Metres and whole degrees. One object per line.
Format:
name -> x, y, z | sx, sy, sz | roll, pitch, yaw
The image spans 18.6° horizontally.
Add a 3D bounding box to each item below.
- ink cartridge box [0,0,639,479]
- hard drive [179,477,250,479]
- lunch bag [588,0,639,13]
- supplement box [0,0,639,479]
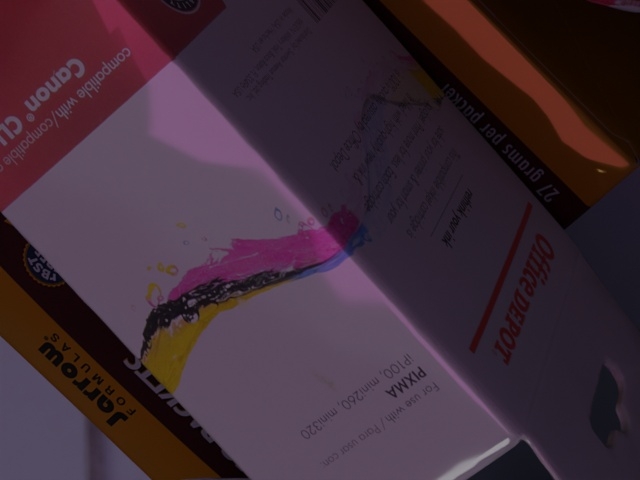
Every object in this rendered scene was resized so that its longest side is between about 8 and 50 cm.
ink cartridge box -> 0.000, 0.000, 0.501 | 0.067, 0.115, 0.198 | -38, 98, 26
hard drive -> 0.092, 0.109, 0.648 | 0.203, 0.307, 0.040 | -1, 79, 17
lunch bag -> 0.157, -0.198, 0.525 | 0.120, 0.258, 0.293 | 42, 117, 37
supplement box -> 0.007, -0.043, 0.656 | 0.129, 0.191, 0.194 | 44, 119, -5
